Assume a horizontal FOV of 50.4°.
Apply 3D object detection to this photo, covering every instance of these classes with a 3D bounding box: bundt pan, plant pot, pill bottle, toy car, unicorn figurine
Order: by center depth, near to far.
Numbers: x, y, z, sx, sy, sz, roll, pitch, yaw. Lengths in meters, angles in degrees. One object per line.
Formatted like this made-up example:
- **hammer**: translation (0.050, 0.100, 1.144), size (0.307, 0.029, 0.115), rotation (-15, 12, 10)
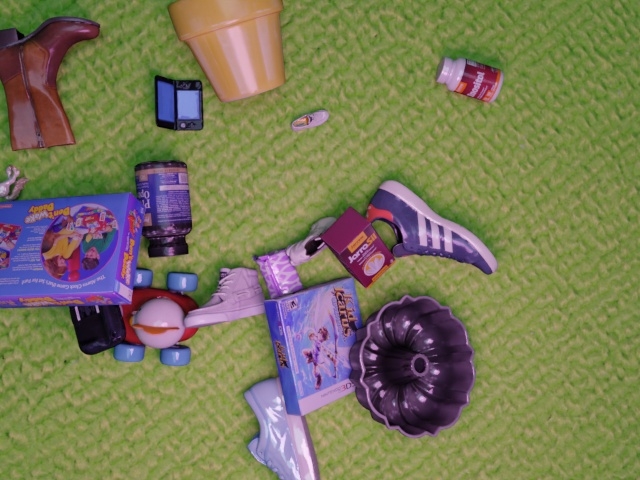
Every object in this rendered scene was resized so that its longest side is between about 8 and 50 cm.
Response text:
- **toy car**: translation (-0.382, 0.181, 1.536), size (0.210, 0.238, 0.219), rotation (6, 90, -6)
- **plant pot**: translation (-0.190, -0.456, 1.560), size (0.254, 0.254, 0.239), rotation (-19, 109, -5)
- **unicorn figurine**: translation (-0.777, -0.140, 1.579), size (0.162, 0.060, 0.111), rotation (24, 88, -6)
- **pill bottle**: translation (-0.365, -0.072, 1.593), size (0.122, 0.123, 0.219), rotation (-5, 91, -6)
- **bundt pan**: translation (0.203, 0.297, 1.621), size (0.330, 0.124, 0.331), rotation (5, 78, -28)
- **pill bottle**: translation (0.367, -0.402, 1.684), size (0.152, 0.086, 0.086), rotation (16, 89, -5)

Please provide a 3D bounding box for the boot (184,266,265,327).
- **boot**: translation (-0.226, 0.127, 1.568), size (0.095, 0.258, 0.123), rotation (-15, 85, 29)

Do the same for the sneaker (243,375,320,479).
- **sneaker**: translation (-0.094, 0.510, 1.636), size (0.150, 0.135, 0.366), rotation (-15, 84, 2)

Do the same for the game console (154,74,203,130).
- **game console**: translation (-0.335, -0.326, 1.618), size (0.107, 0.071, 0.122), rotation (-1, 91, -6)

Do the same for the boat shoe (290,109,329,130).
- **boat shoe**: translation (-0.025, -0.296, 1.669), size (0.100, 0.035, 0.035), rotation (-17, 92, -5)

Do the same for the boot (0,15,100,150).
- **boot**: translation (-0.616, -0.361, 1.577), size (0.264, 0.096, 0.280), rotation (-12, 93, -6)

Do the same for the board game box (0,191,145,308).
- **board game box**: translation (-0.576, 0.024, 1.497), size (0.347, 0.078, 0.233), rotation (-3, 66, 12)

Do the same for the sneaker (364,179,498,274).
- **sneaker**: translation (0.260, 0.006, 1.662), size (0.350, 0.131, 0.148), rotation (35, 86, 4)

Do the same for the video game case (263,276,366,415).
- **video game case**: translation (0.002, 0.242, 1.601), size (0.244, 0.061, 0.270), rotation (-14, 94, -43)

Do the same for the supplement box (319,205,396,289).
- **supplement box**: translation (0.091, 0.020, 1.610), size (0.104, 0.188, 0.081), rotation (-45, 51, -4)

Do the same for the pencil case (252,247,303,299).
- **pencil case**: translation (-0.087, 0.118, 1.641), size (0.086, 0.088, 0.206), rotation (-22, 94, 14)

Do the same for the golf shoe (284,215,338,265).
- **golf shoe**: translation (0.000, 0.000, 1.630), size (0.176, 0.086, 0.069), rotation (-43, 107, -31)

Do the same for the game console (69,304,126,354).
- **game console**: translation (-0.539, 0.092, 1.527), size (0.213, 0.044, 0.361), rotation (-26, 63, 1)
